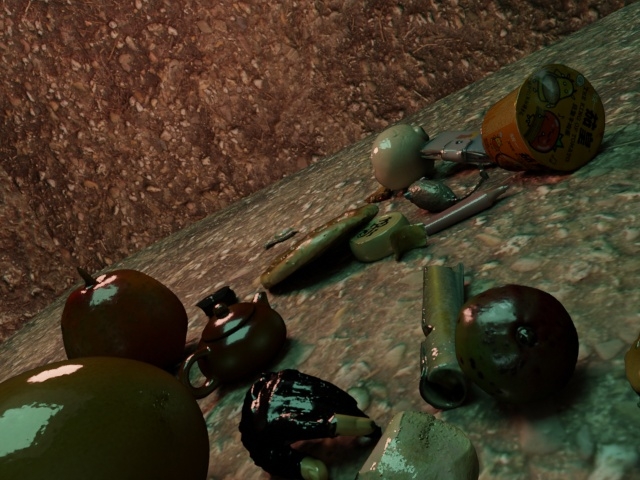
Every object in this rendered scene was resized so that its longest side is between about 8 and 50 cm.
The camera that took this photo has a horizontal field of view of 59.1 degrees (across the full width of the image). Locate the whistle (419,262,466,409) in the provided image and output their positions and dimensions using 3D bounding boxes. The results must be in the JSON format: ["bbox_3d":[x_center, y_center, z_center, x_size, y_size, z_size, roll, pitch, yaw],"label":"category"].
[{"bbox_3d":[0.175,0.111,0.796,0.068,0.057,0.326,-20,17,20],"label":"whistle"}]

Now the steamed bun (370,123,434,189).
[{"bbox_3d":[0.248,-0.243,1.615,0.130,0.177,0.228,-2,22,39],"label":"steamed bun"}]

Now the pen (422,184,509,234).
[{"bbox_3d":[0.311,-0.069,1.199,0.197,0.032,0.053,-28,14,12],"label":"pen"}]

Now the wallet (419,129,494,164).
[{"bbox_3d":[0.397,-0.248,1.507,0.231,0.069,0.170,9,37,45],"label":"wallet"}]

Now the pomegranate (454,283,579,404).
[{"bbox_3d":[0.219,0.112,0.622,0.129,0.130,0.159,-20,-14,31],"label":"pomegranate"}]

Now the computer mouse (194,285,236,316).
[{"bbox_3d":[-0.262,0.158,1.450,0.099,0.057,0.172,-32,3,-4],"label":"computer mouse"}]

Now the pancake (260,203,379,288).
[{"bbox_3d":[0.001,0.002,1.415,0.356,0.065,0.356,-30,5,3],"label":"pancake"}]

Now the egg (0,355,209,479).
[{"bbox_3d":[-0.294,0.284,0.638,0.351,0.283,0.282,-29,14,-23],"label":"egg"}]

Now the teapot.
[{"bbox_3d":[-0.169,0.185,1.034,0.178,0.135,0.252,-19,16,45],"label":"teapot"}]

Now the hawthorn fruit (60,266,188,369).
[{"bbox_3d":[-0.444,0.175,1.249,0.277,0.298,0.277,-26,19,10],"label":"hawthorn fruit"}]

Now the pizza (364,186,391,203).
[{"bbox_3d":[0.175,-0.134,1.681,0.099,0.029,0.100,-30,10,29],"label":"pizza"}]

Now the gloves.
[{"bbox_3d":[-0.014,0.217,0.693,0.180,0.106,0.129,-22,14,38],"label":"gloves"}]

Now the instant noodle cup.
[{"bbox_3d":[0.455,-0.240,1.195,0.215,0.216,0.172,-33,6,-16],"label":"instant noodle cup"}]

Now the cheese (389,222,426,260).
[{"bbox_3d":[0.181,-0.001,1.165,0.084,0.060,0.041,-22,14,-3],"label":"cheese"}]

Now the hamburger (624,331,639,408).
[{"bbox_3d":[0.372,0.077,0.402,0.265,0.134,0.284,-41,21,-32],"label":"hamburger"}]

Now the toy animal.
[{"bbox_3d":[0.283,-0.109,1.287,0.253,0.079,0.070,-5,49,60],"label":"toy animal"}]

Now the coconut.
[{"bbox_3d":[0.081,0.220,0.505,0.110,0.110,0.124,-18,14,36],"label":"coconut"}]

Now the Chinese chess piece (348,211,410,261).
[{"bbox_3d":[0.134,-0.009,1.268,0.144,0.058,0.144,-27,15,8],"label":"Chinese chess piece"}]

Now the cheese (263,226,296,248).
[{"bbox_3d":[-0.133,-0.012,1.826,0.120,0.026,0.067,-28,14,5],"label":"cheese"}]
